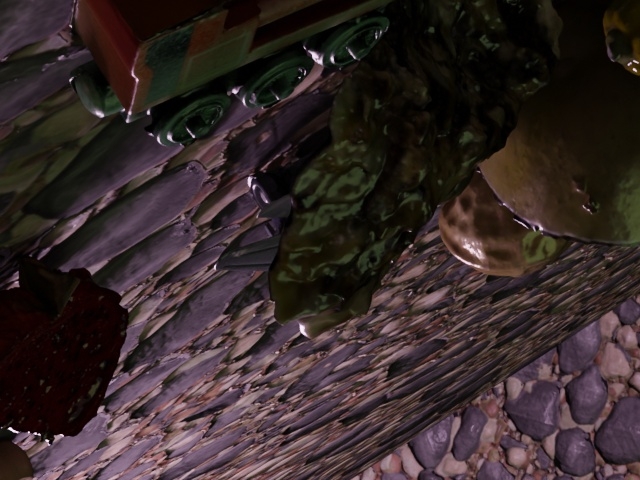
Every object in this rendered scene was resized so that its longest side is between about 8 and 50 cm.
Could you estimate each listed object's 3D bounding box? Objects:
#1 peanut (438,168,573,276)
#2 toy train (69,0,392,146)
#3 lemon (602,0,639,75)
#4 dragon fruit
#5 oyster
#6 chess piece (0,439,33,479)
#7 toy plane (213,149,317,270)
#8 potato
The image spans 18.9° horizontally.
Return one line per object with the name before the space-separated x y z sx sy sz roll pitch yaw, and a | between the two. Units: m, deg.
peanut | 0.229 -0.070 1.535 0.298 0.136 0.120 -31 135 -2
toy train | -0.030 -0.111 0.876 0.176 0.074 0.118 -26 163 -21
lemon | 0.284 -0.170 1.170 0.248 0.184 0.184 -27 168 5
dragon fruit | -0.178 0.055 1.157 0.106 0.083 0.162 -55 154 4
oyster | 0.050 -0.049 1.111 0.214 0.083 0.223 -18 128 -59
chess piece | -0.272 0.194 1.543 0.083 0.038 0.084 -33 168 -8
toy plane | -0.006 -0.010 1.322 0.212 0.088 0.267 -27 175 -19
potato | 0.189 -0.101 1.274 0.182 0.202 0.117 -4 134 -2
